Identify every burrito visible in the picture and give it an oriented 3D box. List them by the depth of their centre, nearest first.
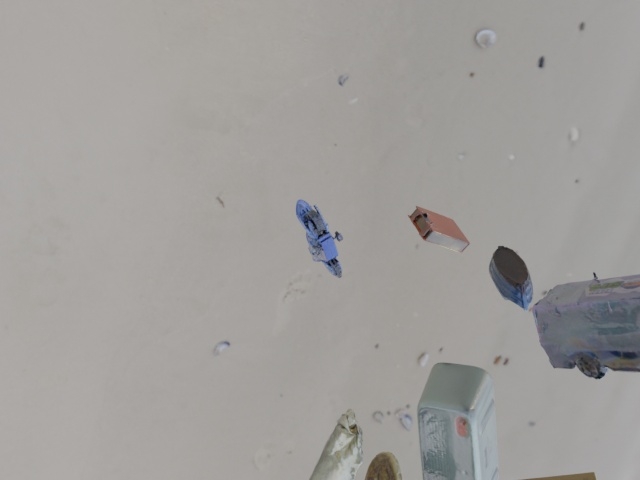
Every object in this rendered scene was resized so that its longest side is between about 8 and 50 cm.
[{"bbox_3d":[0.003,0.386,0.855,0.059,0.082,0.275,23,99,2],"label":"burrito"}]

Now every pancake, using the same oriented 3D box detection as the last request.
[{"bbox_3d":[0.151,0.587,1.370,0.028,0.158,0.158,13,107,-24],"label":"pancake"}]

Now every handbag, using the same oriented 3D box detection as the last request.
[{"bbox_3d":[0.383,-0.036,1.843,0.190,0.127,0.062,16,124,-36],"label":"handbag"}]

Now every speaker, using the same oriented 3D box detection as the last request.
[{"bbox_3d":[0.365,0.550,1.516,0.184,0.183,0.406,-38,125,-54],"label":"speaker"}]

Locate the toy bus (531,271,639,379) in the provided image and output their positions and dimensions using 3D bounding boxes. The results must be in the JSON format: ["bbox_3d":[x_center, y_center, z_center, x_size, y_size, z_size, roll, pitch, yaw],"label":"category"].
[{"bbox_3d":[0.444,0.115,0.791,0.112,0.317,0.137,-33,96,-29],"label":"toy bus"}]

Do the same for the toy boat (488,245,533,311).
[{"bbox_3d":[0.682,0.141,2.037,0.129,0.309,0.142,-10,124,2],"label":"toy boat"}]

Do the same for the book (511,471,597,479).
[{"bbox_3d":[0.393,0.460,0.972,0.172,0.118,0.012,-13,125,18],"label":"book"}]

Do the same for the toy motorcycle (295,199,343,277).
[{"bbox_3d":[0.000,0.000,1.368,0.076,0.114,0.205,-32,127,-13],"label":"toy motorcycle"}]
